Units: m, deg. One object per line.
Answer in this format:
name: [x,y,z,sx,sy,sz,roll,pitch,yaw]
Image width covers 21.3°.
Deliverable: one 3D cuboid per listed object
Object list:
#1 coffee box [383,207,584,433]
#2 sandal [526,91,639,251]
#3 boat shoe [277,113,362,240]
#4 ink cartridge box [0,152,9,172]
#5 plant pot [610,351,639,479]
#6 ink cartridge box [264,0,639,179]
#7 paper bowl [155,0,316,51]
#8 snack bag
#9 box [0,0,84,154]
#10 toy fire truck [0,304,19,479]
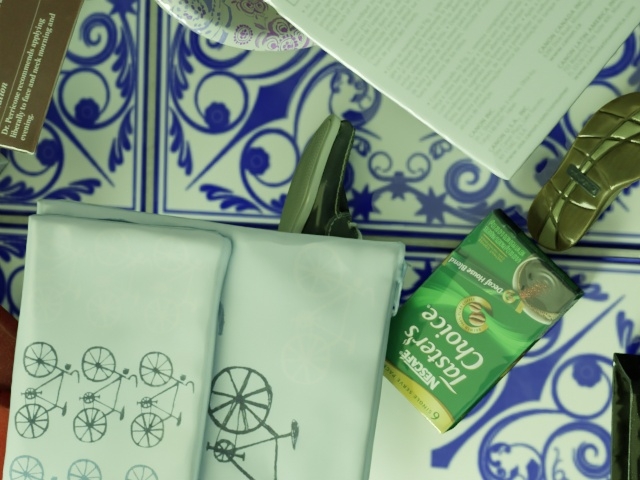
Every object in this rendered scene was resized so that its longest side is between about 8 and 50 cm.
coffee box: [0.136,0.075,1.546,0.113,0.040,0.184,46,106,10]
sandal: [0.251,-0.063,1.501,0.072,0.049,0.180,47,120,15]
boat shoe: [0.000,0.000,1.577,0.079,0.084,0.233,12,92,-14]
ink cartridge box: [-0.427,-0.024,1.657,0.092,0.160,0.219,43,105,9]
plant pot: [0.332,0.198,1.427,0.167,0.188,0.187,0,94,6]
ink cartridge box: [0.103,-0.282,1.432,0.385,0.091,0.308,35,106,-12]
paper bowl: [-0.045,-0.320,1.481,0.284,0.148,0.284,-7,121,-11]
snack bag: [-0.104,0.141,1.520,0.343,0.037,0.323,7,97,-7]
box: [-0.340,-0.199,1.571,0.203,0.167,0.168,17,102,-18]
toy fire truck: [-0.378,0.182,1.653,0.254,0.169,0.302,42,104,13]
